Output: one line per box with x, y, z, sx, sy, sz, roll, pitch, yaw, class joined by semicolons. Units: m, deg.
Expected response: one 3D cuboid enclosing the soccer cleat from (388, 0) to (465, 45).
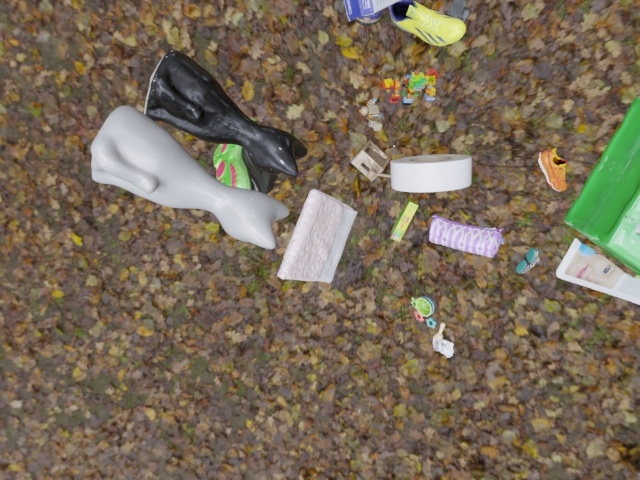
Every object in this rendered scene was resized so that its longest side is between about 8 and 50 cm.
0.337;-0.717;1.373;0.289;0.121;0.093;40;106;34;soccer cleat

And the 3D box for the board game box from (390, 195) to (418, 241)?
0.364;-0.094;1.829;0.043;0.092;0.181;24;113;0;board game box

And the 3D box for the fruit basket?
0.537;-0.034;0.535;0.353;0.165;0.327;22;109;-1;fruit basket

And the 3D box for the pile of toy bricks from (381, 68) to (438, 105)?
0.337;-0.565;1.508;0.212;0.105;0.118;-5;62;-13;pile of toy bricks

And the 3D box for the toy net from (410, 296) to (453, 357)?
0.381;0.304;1.458;0.122;0.045;0.232;-25;86;54;toy net

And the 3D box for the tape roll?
0.394;-0.246;1.512;0.286;0.286;0.100;-2;107;10;tape roll

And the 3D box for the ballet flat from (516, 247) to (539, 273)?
0.620;0.058;1.239;0.041;0.041;0.114;17;143;6;ballet flat

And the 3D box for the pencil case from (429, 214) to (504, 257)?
0.425;-0.013;1.236;0.206;0.086;0.088;14;118;31;pencil case

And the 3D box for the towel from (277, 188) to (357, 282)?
0.000;0.000;1.573;0.053;0.317;0.332;23;94;34;towel

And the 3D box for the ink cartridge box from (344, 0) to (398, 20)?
0.138;-0.734;1.115;0.045;0.224;0.223;23;142;45;ink cartridge box

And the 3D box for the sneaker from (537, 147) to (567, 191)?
0.757;-0.220;1.343;0.067;0.064;0.175;-9;138;47;sneaker

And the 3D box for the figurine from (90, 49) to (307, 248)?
-0.121;-0.099;0.495;0.209;0.215;0.092;27;135;-16;figurine

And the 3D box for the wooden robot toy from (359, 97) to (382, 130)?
0.190;-0.501;1.675;0.079;0.076;0.173;0;63;-14;wooden robot toy

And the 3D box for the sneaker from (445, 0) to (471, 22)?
0.512;-0.854;1.621;0.089;0.051;0.170;33;108;3;sneaker

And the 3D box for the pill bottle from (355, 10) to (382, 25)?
0.197;-0.974;1.646;0.123;0.219;0.123;1;65;-3;pill bottle

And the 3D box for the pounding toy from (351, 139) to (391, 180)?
0.226;-0.312;1.833;0.181;0.206;0.094;41;130;-6;pounding toy

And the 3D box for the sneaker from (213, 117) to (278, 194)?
-0.264;-0.255;1.519;0.185;0.483;0.202;-28;136;28;sneaker
